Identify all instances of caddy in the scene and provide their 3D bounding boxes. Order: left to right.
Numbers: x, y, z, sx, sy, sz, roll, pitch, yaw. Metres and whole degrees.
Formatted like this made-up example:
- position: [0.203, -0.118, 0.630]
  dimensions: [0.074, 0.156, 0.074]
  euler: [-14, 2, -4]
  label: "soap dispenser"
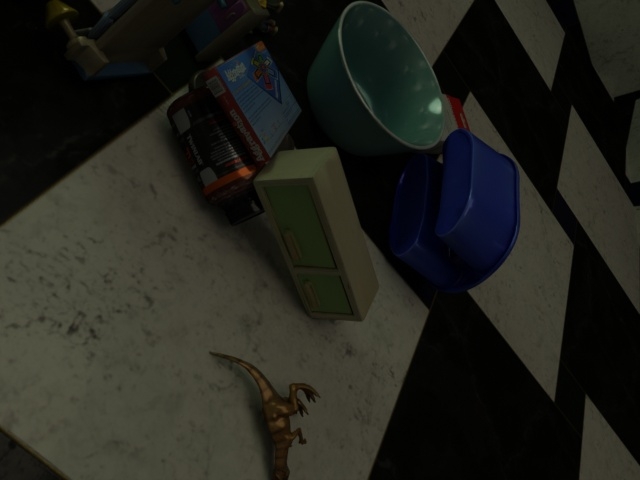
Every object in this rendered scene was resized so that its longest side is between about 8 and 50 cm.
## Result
- position: [0.284, -0.059, 1.125]
  dimensions: [0.179, 0.241, 0.341]
  euler: [32, 52, -26]
  label: "caddy"

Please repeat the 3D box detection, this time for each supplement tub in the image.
- position: [-0.144, -0.124, 0.819]
  dimensions: [0.106, 0.106, 0.197]
  euler: [-26, 92, -48]
  label: "supplement tub"

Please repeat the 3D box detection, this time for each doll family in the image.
- position: [-0.133, -0.481, 1.023]
  dimensions: [0.111, 0.076, 0.192]
  euler: [1, 66, -40]
  label: "doll family"

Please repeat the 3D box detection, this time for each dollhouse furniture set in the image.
- position: [-0.203, -0.387, 0.744]
  dimensions: [0.198, 0.286, 0.303]
  euler: [60, 31, -6]
  label: "dollhouse furniture set"

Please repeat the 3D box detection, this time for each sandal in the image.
- position: [-0.119, -0.214, 0.918]
  dimensions: [0.219, 0.060, 0.090]
  euler: [37, 49, -28]
  label: "sandal"

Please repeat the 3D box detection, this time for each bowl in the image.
- position: [0.094, -0.293, 1.093]
  dimensions: [0.312, 0.163, 0.311]
  euler: [20, 59, -37]
  label: "bowl"

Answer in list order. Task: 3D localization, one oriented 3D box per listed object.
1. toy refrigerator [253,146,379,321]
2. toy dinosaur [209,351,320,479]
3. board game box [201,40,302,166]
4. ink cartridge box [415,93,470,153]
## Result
- position: [0.000, 0.000, 0.836]
  dimensions: [0.094, 0.102, 0.269]
  euler: [-58, 139, -43]
  label: "toy refrigerator"
- position: [-0.062, 0.234, 0.770]
  dimensions: [0.112, 0.064, 0.211]
  euler: [-15, 83, -46]
  label: "toy dinosaur"
- position: [-0.096, -0.228, 0.866]
  dimensions: [0.145, 0.027, 0.281]
  euler: [60, 20, -20]
  label: "board game box"
- position: [0.272, -0.286, 1.333]
  dimensions: [0.231, 0.078, 0.134]
  euler: [-6, 77, -46]
  label: "ink cartridge box"
